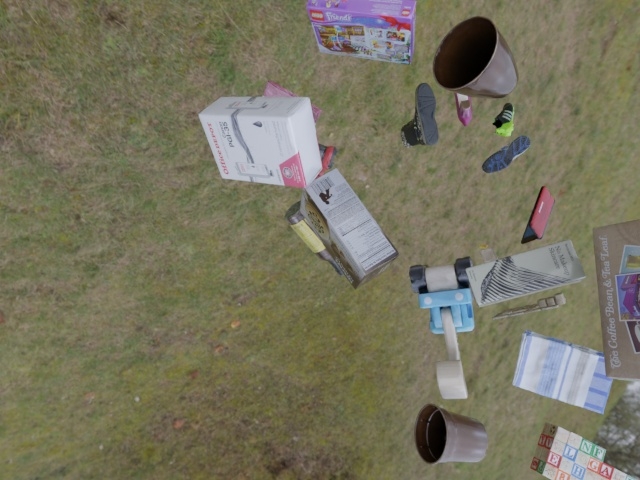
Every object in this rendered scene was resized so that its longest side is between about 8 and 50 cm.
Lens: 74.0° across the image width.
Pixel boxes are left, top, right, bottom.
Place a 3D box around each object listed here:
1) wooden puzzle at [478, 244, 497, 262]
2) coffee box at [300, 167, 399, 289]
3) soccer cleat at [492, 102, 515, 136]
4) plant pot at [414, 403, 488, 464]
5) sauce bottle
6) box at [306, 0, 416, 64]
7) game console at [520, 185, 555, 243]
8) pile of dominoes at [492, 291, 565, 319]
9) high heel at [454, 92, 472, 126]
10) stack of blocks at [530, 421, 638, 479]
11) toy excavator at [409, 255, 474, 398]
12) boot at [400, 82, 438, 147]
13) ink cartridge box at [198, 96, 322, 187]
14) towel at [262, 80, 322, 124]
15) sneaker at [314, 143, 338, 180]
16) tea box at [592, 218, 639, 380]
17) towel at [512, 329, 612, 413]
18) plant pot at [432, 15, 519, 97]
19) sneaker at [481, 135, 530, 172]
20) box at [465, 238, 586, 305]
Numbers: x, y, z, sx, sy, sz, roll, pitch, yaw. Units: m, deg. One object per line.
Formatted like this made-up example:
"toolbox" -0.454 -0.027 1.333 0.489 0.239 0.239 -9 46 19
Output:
"wooden puzzle" 0.842 0.073 2.135 0.078 0.116 0.014 -8 153 -1
"coffee box" 0.072 -0.028 1.195 0.119 0.297 0.168 -31 167 -15
"soccer cleat" 0.691 -0.462 1.605 0.060 0.072 0.179 90 14 -55
"plant pot" 0.399 0.593 1.283 0.165 0.167 0.167 16 118 -16
"sauce bottle" 0.000 0.000 1.651 0.111 0.111 0.344 -41 116 -6
"box" 0.123 -0.606 1.218 0.201 0.293 0.057 46 59 -74
"game console" 0.650 -0.076 1.303 0.124 0.085 0.144 38 70 -33
"pile of dominoes" 0.809 0.249 1.652 0.251 0.040 0.196 -19 170 32
"high heel" 0.633 -0.627 1.882 0.082 0.244 0.117 -8 150 11
"stack of blocks" 0.904 0.778 1.453 0.171 0.297 0.087 -62 174 -13
"toy excavator" 0.465 0.292 1.519 0.222 0.445 0.433 -12 172 21
"boot" 0.380 -0.487 1.694 0.085 0.178 0.236 -14 99 -20
"ink cartridge box" -0.156 -0.264 1.139 0.117 0.283 0.207 -57 145 -41
"towel" -0.163 -0.427 1.688 0.329 0.237 0.037 -61 178 31
"sneaker" -0.030 -0.299 1.635 0.276 0.135 0.098 137 -29 -72
"tea box" 0.780 0.140 0.901 0.323 0.329 0.220 13 163 -29
"towel" 0.805 0.436 1.416 0.034 0.285 0.209 -12 114 -63
"plant pot" 0.506 -0.532 1.317 0.230 0.215 0.215 10 118 -38
"sneaker" 0.765 -0.345 1.759 0.211 0.080 0.081 -33 175 9
"box" 0.550 0.094 1.161 0.275 0.113 0.094 -20 160 17
